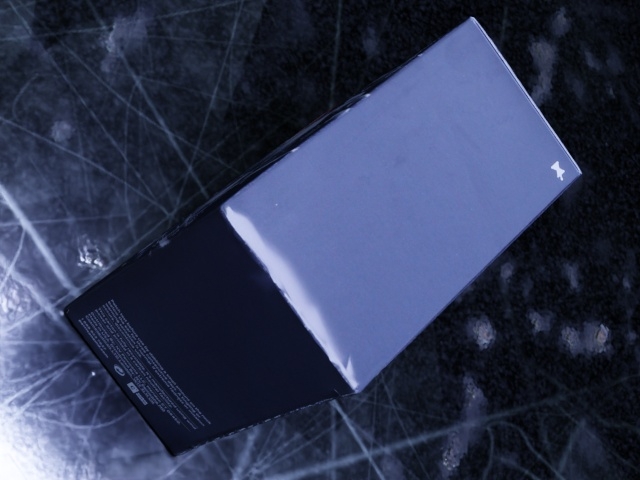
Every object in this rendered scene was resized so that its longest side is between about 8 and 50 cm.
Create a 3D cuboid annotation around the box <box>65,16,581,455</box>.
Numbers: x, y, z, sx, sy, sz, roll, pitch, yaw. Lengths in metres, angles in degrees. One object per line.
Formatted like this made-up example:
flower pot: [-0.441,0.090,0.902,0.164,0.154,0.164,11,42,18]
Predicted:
box: [0.000,0.000,1.152,0.343,0.312,0.179,-41,98,-37]
